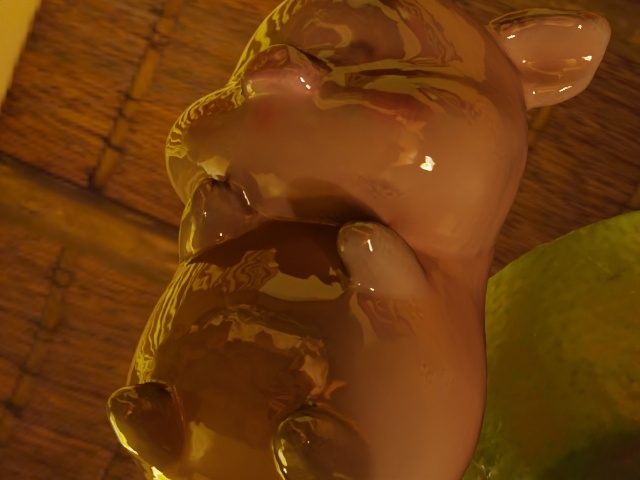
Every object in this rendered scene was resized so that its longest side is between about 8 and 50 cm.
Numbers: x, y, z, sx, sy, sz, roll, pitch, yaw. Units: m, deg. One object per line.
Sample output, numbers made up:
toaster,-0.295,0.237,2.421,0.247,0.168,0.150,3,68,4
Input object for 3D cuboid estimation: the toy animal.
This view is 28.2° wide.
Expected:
toy animal,0.011,0.004,0.513,0.167,0.154,0.250,10,-116,17

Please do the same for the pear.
pear,0.258,0.172,0.842,0.399,0.165,0.398,2,-62,3
